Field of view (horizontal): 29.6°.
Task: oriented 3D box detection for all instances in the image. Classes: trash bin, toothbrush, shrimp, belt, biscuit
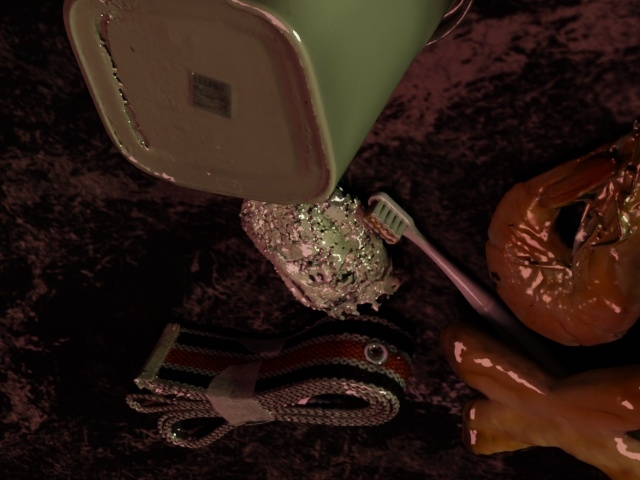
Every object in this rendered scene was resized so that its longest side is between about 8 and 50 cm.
[{"bbox_3d":[-0.027,-0.174,0.795,0.220,0.250,0.219,10,141,22],"label":"trash bin"},{"bbox_3d":[0.165,0.075,1.106,0.342,0.030,0.025,42,143,-16],"label":"toothbrush"},{"bbox_3d":[0.215,-0.013,0.966,0.145,0.061,0.267,33,143,12],"label":"shrimp"},{"bbox_3d":[-0.055,0.144,1.262,0.360,0.094,0.126,-9,131,39],"label":"belt"},{"bbox_3d":[0.211,0.150,1.076,0.208,0.047,0.164,12,135,34],"label":"biscuit"}]

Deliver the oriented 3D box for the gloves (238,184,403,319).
[{"bbox_3d":[-0.002,0.003,1.099,0.114,0.070,0.153,-19,118,43],"label":"gloves"}]
